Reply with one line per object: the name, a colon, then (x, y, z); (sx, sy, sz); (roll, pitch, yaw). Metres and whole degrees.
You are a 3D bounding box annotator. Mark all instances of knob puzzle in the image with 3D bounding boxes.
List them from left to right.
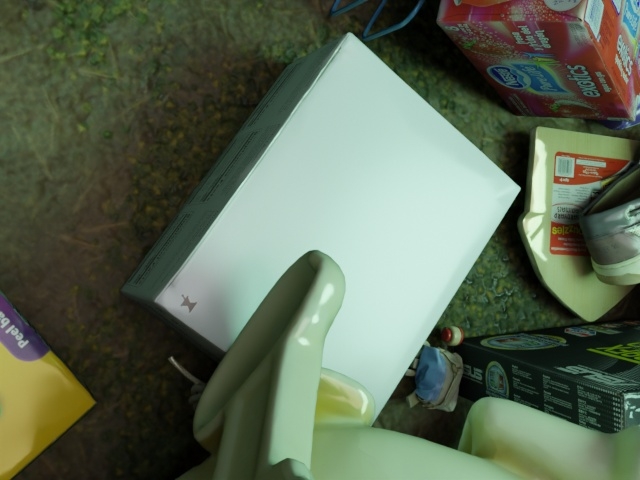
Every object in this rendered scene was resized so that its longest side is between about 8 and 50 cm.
knob puzzle: (0.278, -0.013, 0.922); (0.213, 0.030, 0.213); (-1, 92, -28)

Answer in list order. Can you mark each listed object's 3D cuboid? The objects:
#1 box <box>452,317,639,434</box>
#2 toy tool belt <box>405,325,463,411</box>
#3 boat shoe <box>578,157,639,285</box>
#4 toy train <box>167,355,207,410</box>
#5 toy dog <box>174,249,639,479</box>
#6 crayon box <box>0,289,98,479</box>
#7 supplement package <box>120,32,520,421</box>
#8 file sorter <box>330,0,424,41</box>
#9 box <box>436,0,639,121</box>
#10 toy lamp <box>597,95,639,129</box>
box: (0.275, 0.123, 0.785); (0.216, 0.270, 0.060); (-4, 93, -18)
toy tool belt: (0.108, 0.121, 0.842); (0.051, 0.052, 0.083); (11, 86, -30)
boat shoe: (0.373, -0.071, 0.897); (0.285, 0.103, 0.092); (-39, 113, -15)
toy train: (-0.077, 0.221, 0.747); (0.248, 0.105, 0.143); (40, 89, -18)
toy dog: (0.074, 0.276, 0.577); (0.408, 0.284, 0.395); (31, 109, -14)
crayon box: (-0.397, 0.082, 0.603); (0.313, 0.106, 0.363); (-42, 104, -16)
supplement package: (0.000, 0.000, 0.747); (0.204, 0.145, 0.261); (39, 76, -18)
file sorter: (0.020, -0.269, 0.772); (0.170, 0.118, 0.104); (33, 82, -19)
box: (0.209, -0.203, 0.780); (0.257, 0.123, 0.128); (20, 80, -60)
toy lamp: (0.400, -0.204, 0.953); (0.275, 0.080, 0.080); (-34, 102, -22)
